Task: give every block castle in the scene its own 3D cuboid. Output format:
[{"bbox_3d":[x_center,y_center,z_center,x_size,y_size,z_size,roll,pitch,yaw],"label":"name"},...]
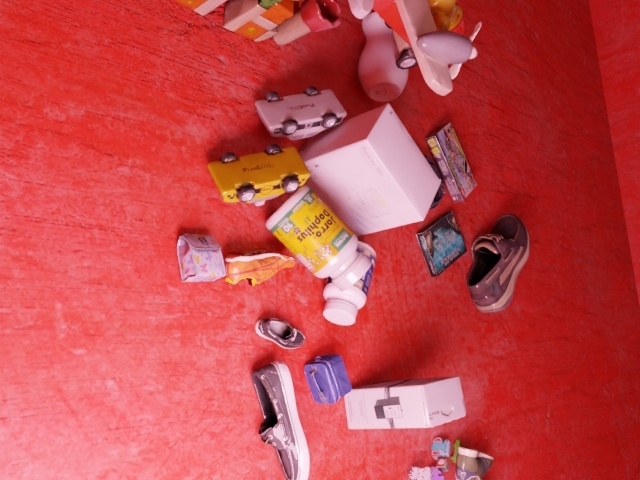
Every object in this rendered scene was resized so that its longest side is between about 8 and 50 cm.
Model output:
[{"bbox_3d":[-0.145,-0.607,1.299,0.453,0.212,0.303,14,69,-46],"label":"block castle"}]

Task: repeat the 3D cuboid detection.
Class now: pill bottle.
[{"bbox_3d":[0.059,0.092,1.415,0.094,0.094,0.169,40,52,-34],"label":"pill bottle"},{"bbox_3d":[0.000,0.000,1.316,0.208,0.117,0.117,46,46,-5],"label":"pill bottle"}]

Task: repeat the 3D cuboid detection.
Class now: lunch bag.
[{"bbox_3d":[-0.212,0.028,1.166,0.071,0.053,0.083,4,67,-49],"label":"lunch bag"},{"bbox_3d":[0.012,0.278,1.330,0.065,0.067,0.098,-25,97,-49],"label":"lunch bag"}]

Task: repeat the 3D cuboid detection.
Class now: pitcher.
[{"bbox_3d":[0.166,-0.448,1.681,0.178,0.125,0.207,44,40,-57],"label":"pitcher"}]

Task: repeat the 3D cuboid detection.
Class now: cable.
[{"bbox_3d":[0.272,-0.167,1.771,0.184,0.047,0.151,31,53,-36],"label":"cable"}]

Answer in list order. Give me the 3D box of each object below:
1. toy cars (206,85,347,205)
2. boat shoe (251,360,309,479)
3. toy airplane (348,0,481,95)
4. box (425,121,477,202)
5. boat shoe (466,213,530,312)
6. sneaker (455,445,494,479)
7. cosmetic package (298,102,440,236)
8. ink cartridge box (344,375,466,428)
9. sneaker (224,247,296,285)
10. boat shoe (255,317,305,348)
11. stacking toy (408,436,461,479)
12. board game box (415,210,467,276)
[{"bbox_3d":[-0.085,-0.186,1.335,0.176,0.087,0.394,26,51,3],"label":"toy cars"},{"bbox_3d":[-0.080,0.339,1.210,0.076,0.080,0.229,-9,89,-31],"label":"boat shoe"},{"bbox_3d":[0.205,-0.537,1.399,0.386,0.272,0.384,57,29,-23],"label":"toy airplane"},{"bbox_3d":[0.380,-0.226,1.906,0.114,0.036,0.207,-42,110,-45],"label":"box"},{"bbox_3d":[0.513,0.041,1.907,0.130,0.132,0.355,48,47,-28],"label":"boat shoe"},{"bbox_3d":[0.371,0.558,1.613,0.192,0.064,0.086,38,62,-54],"label":"sneaker"},{"bbox_3d":[0.098,-0.141,1.426,0.224,0.224,0.138,51,47,-25],"label":"cosmetic package"},{"bbox_3d":[0.177,0.342,1.388,0.153,0.208,0.087,2,77,-48],"label":"ink cartridge box"},{"bbox_3d":[-0.118,0.051,1.270,0.175,0.064,0.067,-4,104,-45],"label":"sneaker"},{"bbox_3d":[-0.070,0.181,1.288,0.125,0.038,0.046,32,57,-38],"label":"boat shoe"},{"bbox_3d":[0.280,0.530,1.569,0.167,0.052,0.221,60,36,-31],"label":"stacking toy"},{"bbox_3d":[0.332,0.007,1.794,0.186,0.026,0.126,-32,103,-48],"label":"board game box"}]
